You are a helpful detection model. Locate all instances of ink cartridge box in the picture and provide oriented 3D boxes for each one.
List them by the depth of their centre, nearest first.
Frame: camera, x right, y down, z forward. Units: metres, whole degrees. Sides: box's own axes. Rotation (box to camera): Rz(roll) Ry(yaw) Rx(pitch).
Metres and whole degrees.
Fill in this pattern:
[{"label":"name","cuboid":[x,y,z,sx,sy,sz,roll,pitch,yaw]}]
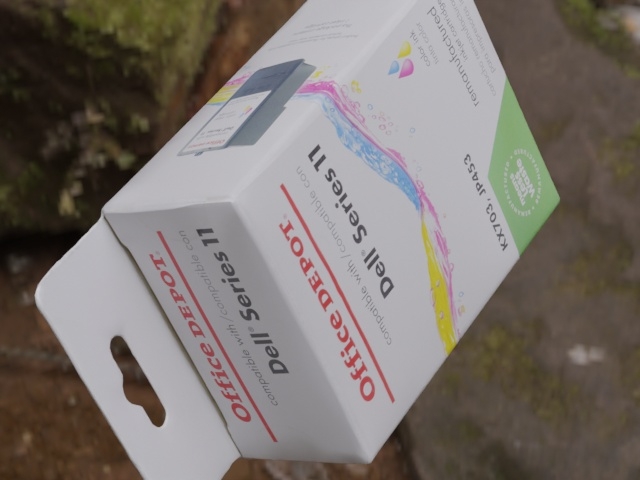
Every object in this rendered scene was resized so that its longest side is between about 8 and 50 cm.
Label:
[{"label":"ink cartridge box","cuboid":[0.000,0.000,1.164,0.119,0.207,0.353,-4,34,41]}]
